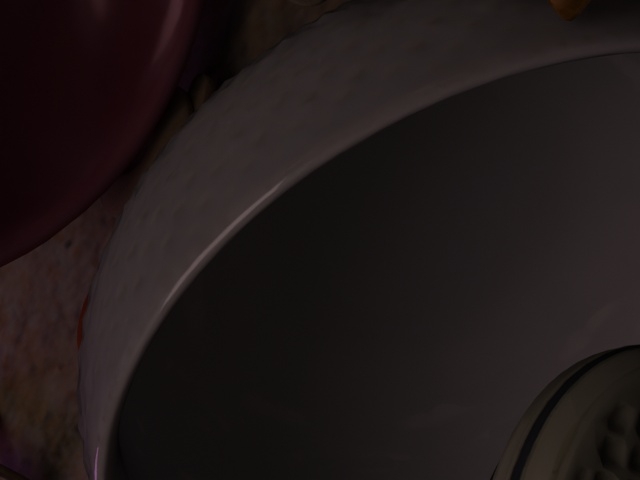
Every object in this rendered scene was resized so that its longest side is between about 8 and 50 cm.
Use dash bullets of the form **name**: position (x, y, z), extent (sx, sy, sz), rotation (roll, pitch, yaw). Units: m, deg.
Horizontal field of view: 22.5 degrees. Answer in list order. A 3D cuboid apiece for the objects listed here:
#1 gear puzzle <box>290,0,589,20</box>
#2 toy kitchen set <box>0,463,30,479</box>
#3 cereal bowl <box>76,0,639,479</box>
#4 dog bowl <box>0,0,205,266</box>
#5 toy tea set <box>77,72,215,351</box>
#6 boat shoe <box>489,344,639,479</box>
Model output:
- **gear puzzle**: position (-0.025, -0.181, 0.524), extent (0.339, 0.044, 0.175), rotation (27, 108, 8)
- **toy kitchen set**: position (-0.226, 0.160, 1.159), extent (0.083, 0.075, 0.068), rotation (31, 133, -11)
- **cereal bowl**: position (0.061, 0.024, 0.666), extent (0.339, 0.339, 0.141), rotation (-66, 30, 31)
- **dog bowl**: position (-0.225, -0.152, 0.823), extent (0.150, 0.408, 0.408), rotation (27, 117, 37)
- **toy tea set**: position (0.000, 0.000, 0.874), extent (0.336, 0.124, 0.200), rotation (-10, 63, 48)
- **boat shoe**: position (0.125, 0.261, 0.689), extent (0.156, 0.187, 0.500), rotation (26, 136, 50)
